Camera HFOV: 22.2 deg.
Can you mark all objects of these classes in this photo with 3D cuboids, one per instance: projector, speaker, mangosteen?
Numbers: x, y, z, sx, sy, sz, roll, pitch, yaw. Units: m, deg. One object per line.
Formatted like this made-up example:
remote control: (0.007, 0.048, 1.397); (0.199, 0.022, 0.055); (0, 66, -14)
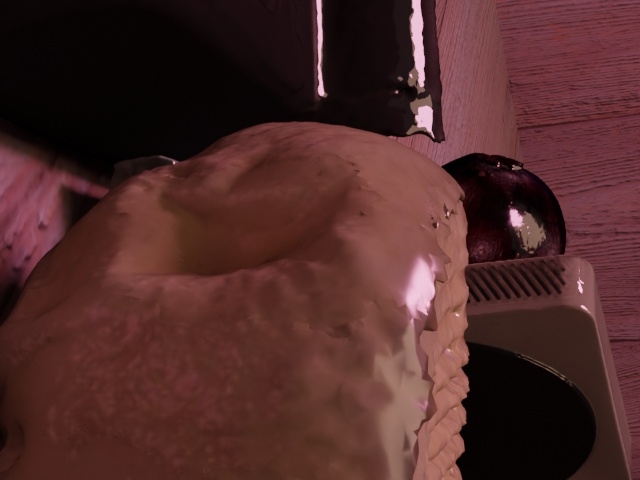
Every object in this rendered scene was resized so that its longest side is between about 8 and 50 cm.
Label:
projector: (0.082, 0.108, 1.164); (0.259, 0.257, 0.079); (67, 21, -50)
speaker: (-0.066, -0.145, 0.834); (0.388, 0.184, 0.180); (26, 59, -73)
mangosteen: (0.165, 0.019, 1.774); (0.194, 0.194, 0.230); (-48, 156, -73)

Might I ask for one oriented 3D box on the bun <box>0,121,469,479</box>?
bun: (-0.042, 0.120, 0.768); (0.360, 0.211, 0.359); (4, 90, -80)

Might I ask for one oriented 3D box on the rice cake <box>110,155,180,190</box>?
rice cake: (-0.037, -0.010, 0.972); (0.237, 0.127, 0.043); (57, 33, -78)
